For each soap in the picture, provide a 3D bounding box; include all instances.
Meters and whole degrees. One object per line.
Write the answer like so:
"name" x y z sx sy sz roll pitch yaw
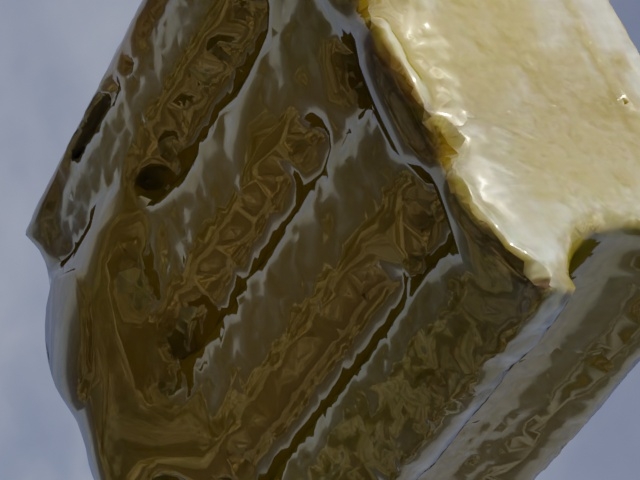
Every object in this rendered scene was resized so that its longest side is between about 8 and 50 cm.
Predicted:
"soap" 0.000 0.000 0.781 0.281 0.143 0.259 -56 -129 44
